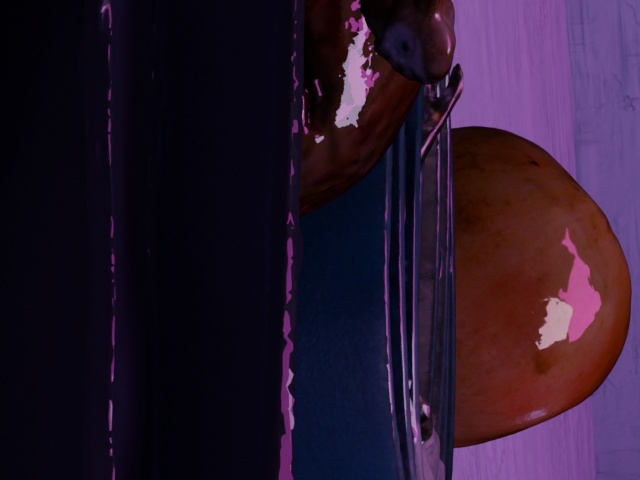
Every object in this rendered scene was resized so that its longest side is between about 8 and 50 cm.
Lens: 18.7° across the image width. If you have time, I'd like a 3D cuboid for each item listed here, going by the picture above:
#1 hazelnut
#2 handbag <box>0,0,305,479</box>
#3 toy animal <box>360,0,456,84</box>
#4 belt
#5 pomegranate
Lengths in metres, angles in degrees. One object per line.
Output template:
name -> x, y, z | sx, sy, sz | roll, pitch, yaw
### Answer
hazelnut -> -0.036, -0.079, 0.940 | 0.178, 0.204, 0.178 | 58, -2, 3
handbag -> -0.087, 0.026, 0.748 | 0.269, 0.118, 0.326 | 167, -74, -64
toy animal -> -0.005, -0.134, 0.777 | 0.179, 0.089, 0.188 | 68, -22, 3
belt -> 0.001, -0.001, 1.165 | 0.300, 0.173, 0.436 | 63, 30, -65
pomegranate -> 0.099, 0.048, 1.485 | 0.229, 0.270, 0.252 | 56, -6, -22
